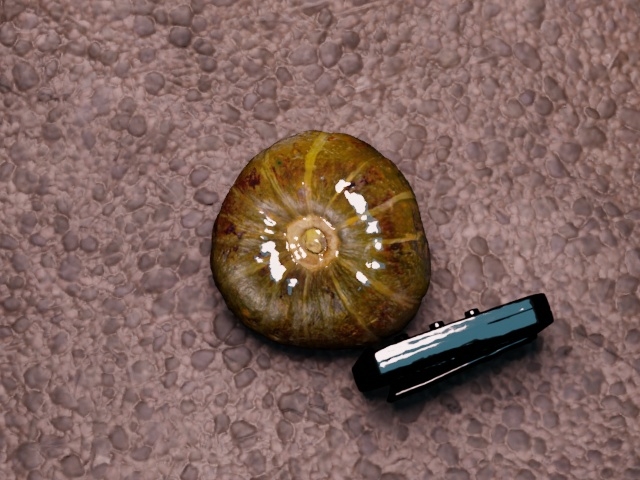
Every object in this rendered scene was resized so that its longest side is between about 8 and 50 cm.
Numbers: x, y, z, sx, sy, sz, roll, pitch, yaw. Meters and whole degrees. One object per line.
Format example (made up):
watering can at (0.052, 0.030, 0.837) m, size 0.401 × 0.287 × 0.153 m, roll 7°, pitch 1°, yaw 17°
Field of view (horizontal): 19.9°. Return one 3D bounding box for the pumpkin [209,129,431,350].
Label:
pumpkin at (0.000, 0.000, 1.752) m, size 0.219 × 0.162 × 0.219 m, roll 1°, pitch 94°, yaw 19°

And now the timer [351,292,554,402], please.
timer at (0.124, 0.104, 1.727) m, size 0.187 × 0.144 × 0.055 m, roll -19°, pitch 83°, yaw -5°
